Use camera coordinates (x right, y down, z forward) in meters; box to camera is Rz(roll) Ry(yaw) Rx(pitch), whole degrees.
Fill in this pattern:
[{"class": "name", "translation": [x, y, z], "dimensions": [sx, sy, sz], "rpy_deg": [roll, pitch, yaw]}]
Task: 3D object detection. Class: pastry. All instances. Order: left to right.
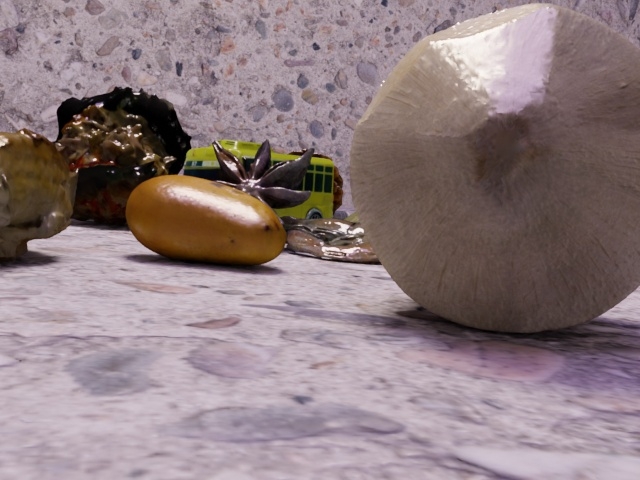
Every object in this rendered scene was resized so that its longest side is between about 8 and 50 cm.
[{"class": "pastry", "translation": [-0.360, -0.044, 0.675], "dimensions": [0.236, 0.120, 0.257], "rpy_deg": [1, 6, 5]}]

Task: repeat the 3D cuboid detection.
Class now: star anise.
[{"class": "star anise", "translation": [-0.104, -0.065, 0.997], "dimensions": [0.181, 0.204, 0.061], "rpy_deg": [26, -24, 14]}]

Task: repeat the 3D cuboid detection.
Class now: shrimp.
[{"class": "shrimp", "translation": [0.000, 0.000, 0.984], "dimensions": [0.223, 0.047, 0.126], "rpy_deg": [8, 16, 24]}]

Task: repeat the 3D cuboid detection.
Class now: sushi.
[{"class": "sushi", "translation": [-0.327, -0.114, 1.191], "dimensions": [0.238, 0.218, 0.225], "rpy_deg": [-31, -42, 31]}]

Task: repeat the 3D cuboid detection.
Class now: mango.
[{"class": "mango", "translation": [-0.121, -0.020, 0.791], "dimensions": [0.178, 0.090, 0.115], "rpy_deg": [9, 15, 6]}]

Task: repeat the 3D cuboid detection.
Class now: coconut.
[{"class": "coconut", "translation": [0.148, -0.052, 0.556], "dimensions": [0.237, 0.237, 0.266], "rpy_deg": [6, 5, 20]}]

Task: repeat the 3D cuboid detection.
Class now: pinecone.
[{"class": "pinecone", "translation": [-0.032, -0.098, 1.459], "dimensions": [0.163, 0.162, 0.165], "rpy_deg": [5, 13, -2]}]

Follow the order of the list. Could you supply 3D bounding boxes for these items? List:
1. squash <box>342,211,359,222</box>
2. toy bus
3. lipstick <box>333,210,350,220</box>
[{"class": "squash", "translation": [0.163, -0.020, 1.504], "dimensions": [0.204, 0.155, 0.237], "rpy_deg": [-34, 10, -8]}, {"class": "toy bus", "translation": [-0.097, -0.079, 1.166], "dimensions": [0.128, 0.150, 0.262], "rpy_deg": [6, 5, 35]}, {"class": "lipstick", "translation": [0.000, -0.049, 1.595], "dimensions": [0.141, 0.040, 0.040], "rpy_deg": [3, 5, -28]}]
